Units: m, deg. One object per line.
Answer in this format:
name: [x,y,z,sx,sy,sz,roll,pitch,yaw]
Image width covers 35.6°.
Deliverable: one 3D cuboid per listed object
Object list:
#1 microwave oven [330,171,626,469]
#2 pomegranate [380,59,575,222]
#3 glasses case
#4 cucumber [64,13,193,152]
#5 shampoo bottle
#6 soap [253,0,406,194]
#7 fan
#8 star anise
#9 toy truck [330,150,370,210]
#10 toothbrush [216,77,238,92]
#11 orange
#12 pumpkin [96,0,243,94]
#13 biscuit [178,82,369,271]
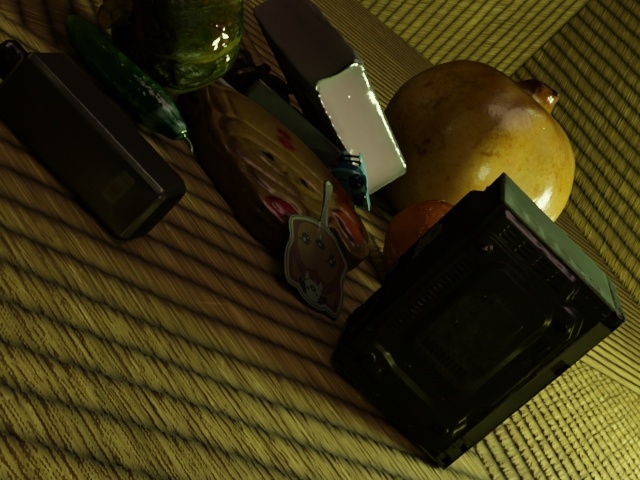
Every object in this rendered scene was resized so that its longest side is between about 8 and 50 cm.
microwave oven: [0.192,0.102,1.245,0.237,0.295,0.181,44,19,-5]
pomegranate: [0.307,-0.171,1.967,0.417,0.417,0.416,40,19,-17]
glasses case: [-0.055,-0.188,1.687,0.191,0.072,0.042,41,12,-16]
cucumber: [-0.255,-0.208,1.316,0.250,0.056,0.056,44,18,3]
shampoo bottle: [-0.258,-0.114,1.065,0.246,0.080,0.079,47,16,2]
soap: [0.021,-0.268,1.785,0.285,0.107,0.296,55,-3,45]
fan: [0.000,0.000,1.363,0.132,0.009,0.220,43,40,-35]
star anise: [-0.115,-0.287,1.783,0.182,0.065,0.195,35,22,-30]
toy truck: [0.055,-0.084,1.713,0.136,0.063,0.074,79,28,-44]
toothbrush: [-0.192,-0.276,1.658,0.304,0.030,0.030,37,20,-34]
orange: [0.189,0.030,1.625,0.193,0.161,0.193,30,33,-22]
pumpkin: [-0.221,-0.324,1.372,0.189,0.260,0.260,-20,58,-24]
biscuit: [-0.065,-0.097,1.494,0.359,0.074,0.381,36,17,-21]
